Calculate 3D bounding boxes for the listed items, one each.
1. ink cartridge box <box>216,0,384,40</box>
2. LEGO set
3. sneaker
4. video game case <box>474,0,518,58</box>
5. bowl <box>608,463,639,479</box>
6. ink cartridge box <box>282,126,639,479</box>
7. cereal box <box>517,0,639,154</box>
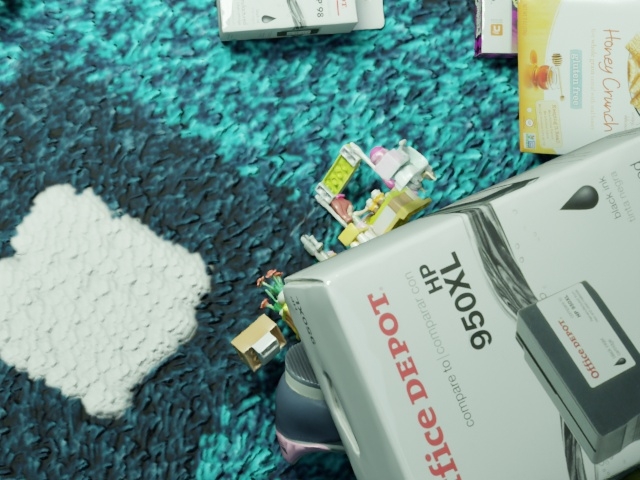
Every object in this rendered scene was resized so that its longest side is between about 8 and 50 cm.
[{"bbox_3d":[-0.021,-0.272,1.611,0.180,0.060,0.104,-5,88,-6],"label":"ink cartridge box"},{"bbox_3d":[0.000,0.000,1.583,0.107,0.132,0.287,46,107,14],"label":"LEGO set"},{"bbox_3d":[0.105,0.185,1.600,0.319,0.112,0.131,9,118,-12],"label":"sneaker"},{"bbox_3d":[0.283,-0.301,1.654,0.232,0.042,0.210,1,89,-6],"label":"video game case"},{"bbox_3d":[0.356,0.307,1.562,0.289,0.289,0.156,-30,48,-6],"label":"bowl"},{"bbox_3d":[0.204,0.091,1.464,0.395,0.166,0.285,-24,94,-15],"label":"ink cartridge box"},{"bbox_3d":[0.325,-0.170,1.571,0.240,0.047,0.173,4,112,21],"label":"cereal box"}]
